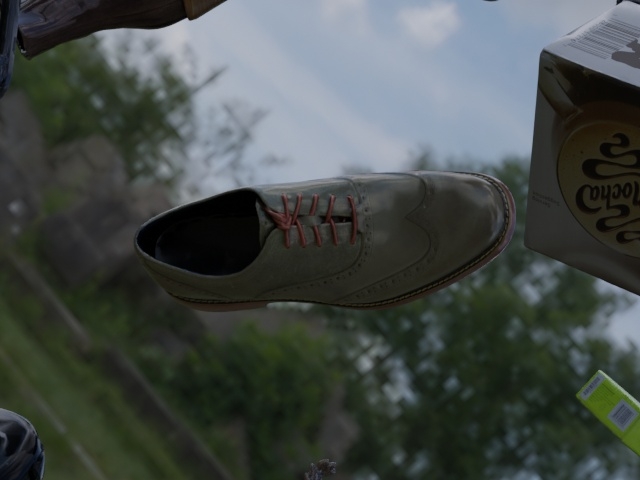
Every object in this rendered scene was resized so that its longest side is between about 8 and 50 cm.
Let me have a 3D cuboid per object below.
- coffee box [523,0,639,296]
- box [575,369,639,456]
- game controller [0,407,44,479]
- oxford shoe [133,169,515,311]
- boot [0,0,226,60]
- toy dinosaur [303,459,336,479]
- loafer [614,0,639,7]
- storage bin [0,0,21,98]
[{"bbox_3d":[0.300,-0.034,1.398,0.297,0.119,0.168,25,-51,32],"label":"coffee box"},{"bbox_3d":[0.345,0.212,2.013,0.178,0.042,0.109,40,3,-27],"label":"box"},{"bbox_3d":[-0.283,0.117,0.977,0.319,0.166,0.067,6,-68,40],"label":"game controller"},{"bbox_3d":[0.000,0.000,1.801,0.130,0.348,0.123,35,45,-70],"label":"oxford shoe"},{"bbox_3d":[-0.169,-0.241,1.624,0.248,0.207,0.090,-119,-168,-55],"label":"boot"},{"bbox_3d":[-0.061,0.316,1.735,0.127,0.296,0.200,102,-23,-49],"label":"toy dinosaur"},{"bbox_3d":[0.365,-0.226,2.190,0.109,0.302,0.095,-7,-31,41],"label":"loafer"},{"bbox_3d":[-0.255,-0.146,1.101,0.180,0.122,0.084,15,10,37],"label":"storage bin"}]
